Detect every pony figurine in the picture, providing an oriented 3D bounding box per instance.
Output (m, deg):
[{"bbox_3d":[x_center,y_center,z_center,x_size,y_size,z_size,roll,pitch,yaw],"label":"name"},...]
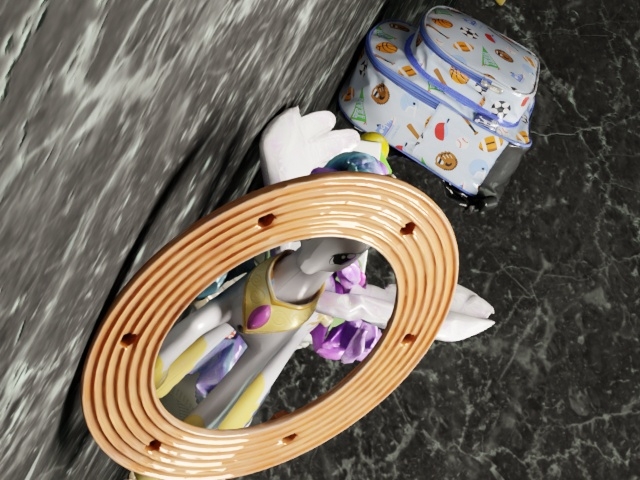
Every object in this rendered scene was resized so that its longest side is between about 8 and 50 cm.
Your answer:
[{"bbox_3d":[-0.018,0.050,1.312,0.363,0.303,0.351,-47,174,18],"label":"pony figurine"}]

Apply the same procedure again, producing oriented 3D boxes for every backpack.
[{"bbox_3d":[0.165,-0.196,1.873,0.276,0.263,0.213,-66,178,-67],"label":"backpack"}]

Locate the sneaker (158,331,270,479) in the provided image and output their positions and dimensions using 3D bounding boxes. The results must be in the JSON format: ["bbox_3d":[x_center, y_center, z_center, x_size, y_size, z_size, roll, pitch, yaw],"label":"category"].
[{"bbox_3d":[-0.124,0.194,1.620,0.148,0.131,0.350,-47,171,-26],"label":"sneaker"}]

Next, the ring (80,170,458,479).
[{"bbox_3d":[-0.038,0.073,1.119,0.337,0.032,0.336,-19,137,-18],"label":"ring"}]

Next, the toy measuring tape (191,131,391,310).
[{"bbox_3d":[-0.045,-0.024,1.590,0.330,0.121,0.121,-42,169,-24],"label":"toy measuring tape"}]

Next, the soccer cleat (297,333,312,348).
[{"bbox_3d":[-0.055,0.126,1.959,0.331,0.143,0.116,108,-7,-65],"label":"soccer cleat"}]

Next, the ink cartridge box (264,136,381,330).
[{"bbox_3d":[-0.002,-0.010,1.486,0.062,0.109,0.209,173,-75,-87],"label":"ink cartridge box"}]

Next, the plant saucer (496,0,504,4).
[{"bbox_3d":[0.332,-0.601,2.191,0.332,0.081,0.332,119,-13,-66],"label":"plant saucer"}]

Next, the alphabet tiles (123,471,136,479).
[{"bbox_3d":[-0.289,0.398,1.936,0.278,0.021,0.284,-62,177,-6],"label":"alphabet tiles"}]
